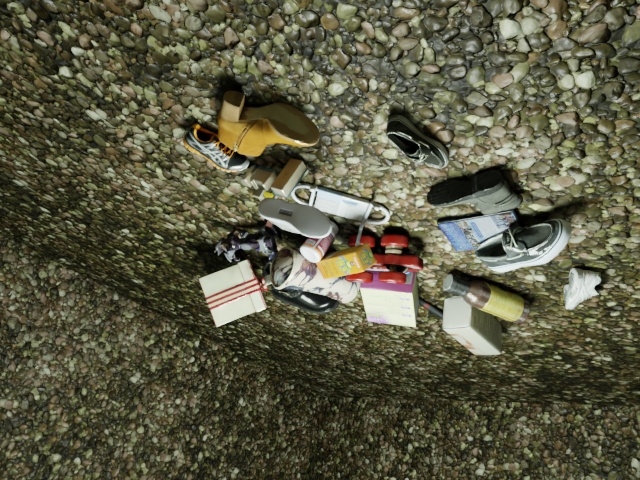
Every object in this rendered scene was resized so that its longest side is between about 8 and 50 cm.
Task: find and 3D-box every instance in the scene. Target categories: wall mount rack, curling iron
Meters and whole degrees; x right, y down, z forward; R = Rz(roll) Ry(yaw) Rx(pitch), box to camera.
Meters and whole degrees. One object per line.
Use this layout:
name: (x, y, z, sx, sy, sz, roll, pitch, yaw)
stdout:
wall mount rack: (0.064, -0.102, 1.559, 0.349, 0.131, 0.304, 15, 150, -1)
curling iron: (0.468, 0.296, 2.136, 0.273, 0.035, 0.068, 26, 145, -16)

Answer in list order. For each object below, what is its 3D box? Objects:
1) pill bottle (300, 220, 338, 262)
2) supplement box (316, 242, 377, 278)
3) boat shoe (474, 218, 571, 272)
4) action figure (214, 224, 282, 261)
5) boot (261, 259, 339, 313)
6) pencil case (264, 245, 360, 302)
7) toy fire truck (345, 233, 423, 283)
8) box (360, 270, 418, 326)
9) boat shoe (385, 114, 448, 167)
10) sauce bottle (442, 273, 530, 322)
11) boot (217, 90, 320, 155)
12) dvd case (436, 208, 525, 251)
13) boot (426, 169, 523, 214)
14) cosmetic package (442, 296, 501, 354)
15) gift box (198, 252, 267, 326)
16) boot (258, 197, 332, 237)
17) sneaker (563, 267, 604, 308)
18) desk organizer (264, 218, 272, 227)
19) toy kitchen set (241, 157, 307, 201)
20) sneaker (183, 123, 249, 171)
pill bottle: (0.000, 0.000, 1.725, 0.086, 0.152, 0.086, 28, 150, 18)
supplement box: (0.086, 0.075, 1.657, 0.233, 0.080, 0.078, -19, 99, 52)
boat shoe: (0.610, 0.019, 1.475, 0.119, 0.121, 0.335, 20, 152, -15)
action figure: (-0.298, 0.012, 1.888, 0.284, 0.185, 0.099, -8, 125, 24)
boot: (-0.087, 0.211, 2.153, 0.347, 0.131, 0.260, 10, 150, 9)
pencil case: (-0.015, 0.143, 1.874, 0.410, 0.160, 0.183, 18, 147, -42)
toy fire truck: (0.239, 0.081, 1.789, 0.302, 0.170, 0.254, 1, 171, 25)
box: (0.296, 0.238, 2.002, 0.213, 0.117, 0.243, 3, 137, 20)
boat shoe: (0.258, -0.247, 1.286, 0.219, 0.070, 0.077, 30, 147, -24)
sauce bottle: (0.644, 0.219, 1.854, 0.344, 0.112, 0.111, 22, 149, -12)
boot: (-0.155, -0.303, 1.370, 0.295, 0.104, 0.211, 23, 155, -3)
dvd case: (0.536, -0.033, 1.569, 0.252, 0.022, 0.180, -9, 141, 36)
boot: (0.455, -0.116, 1.414, 0.246, 0.084, 0.161, -11, 147, 40)
cosmetic package: (0.662, 0.374, 2.066, 0.129, 0.153, 0.296, -15, 137, 40)
gift box: (-0.367, 0.204, 2.072, 0.258, 0.277, 0.255, -20, -178, -9)
boot: (-0.066, -0.065, 1.505, 0.258, 0.095, 0.123, 22, 175, 23)
sneaker: (0.933, 0.182, 1.685, 0.115, 0.091, 0.232, 1, 148, 16)
desk organizer: (-0.190, -0.103, 1.759, 0.050, 0.047, 0.130, 20, 150, -3)
toy kitchen set: (-0.132, -0.181, 1.568, 0.207, 0.122, 0.166, 19, 157, 36)
sneaker: (-0.320, -0.286, 1.478, 0.214, 0.084, 0.083, 24, 144, -13)
